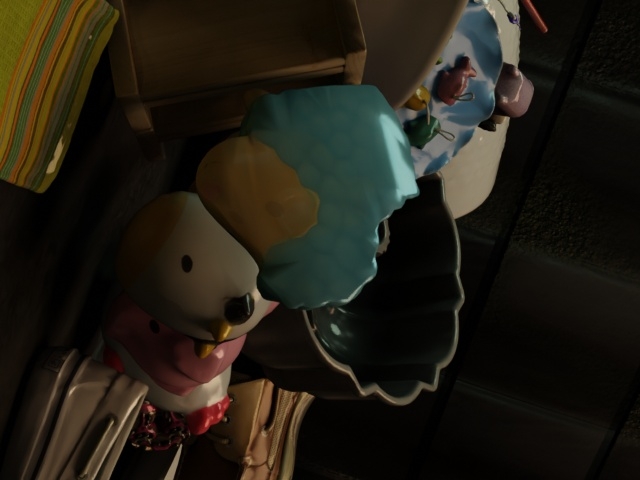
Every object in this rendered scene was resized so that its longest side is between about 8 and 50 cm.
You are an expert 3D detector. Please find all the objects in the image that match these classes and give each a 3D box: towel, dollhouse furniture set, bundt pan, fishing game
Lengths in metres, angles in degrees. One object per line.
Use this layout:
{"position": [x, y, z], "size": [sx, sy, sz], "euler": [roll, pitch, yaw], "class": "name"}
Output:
{"position": [-0.128, -0.078, 0.485], "size": [0.237, 0.021, 0.102], "euler": [50, 57, -86], "class": "towel"}
{"position": [-0.057, -0.158, 0.684], "size": [0.129, 0.129, 0.184], "euler": [96, -18, -78], "class": "dollhouse furniture set"}
{"position": [0.000, 0.000, 1.133], "size": [0.331, 0.124, 0.331], "euler": [29, 53, -49], "class": "bundt pan"}
{"position": [0.085, -0.137, 1.033], "size": [0.264, 0.189, 0.041], "euler": [-47, -143, -7], "class": "fishing game"}

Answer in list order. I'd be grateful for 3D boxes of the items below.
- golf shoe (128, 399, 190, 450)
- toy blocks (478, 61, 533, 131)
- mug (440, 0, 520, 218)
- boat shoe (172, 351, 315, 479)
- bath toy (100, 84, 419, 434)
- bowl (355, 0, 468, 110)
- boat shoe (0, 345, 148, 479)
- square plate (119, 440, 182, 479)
{"position": [-0.139, 0.096, 1.009], "size": [0.186, 0.067, 0.086], "euler": [104, -22, -49], "class": "golf shoe"}
{"position": [0.113, -0.298, 1.105], "size": [0.260, 0.288, 0.309], "euler": [175, -65, -89], "class": "toy blocks"}
{"position": [0.093, -0.258, 1.526], "size": [0.374, 0.276, 0.328], "euler": [-115, -155, -48], "class": "mug"}
{"position": [-0.084, 0.165, 1.208], "size": [0.120, 0.122, 0.324], "euler": [47, 58, -42], "class": "boat shoe"}
{"position": [-0.064, 0.033, 0.741], "size": [0.348, 0.151, 0.129], "euler": [136, -58, -61], "class": "bath toy"}
{"position": [0.021, -0.242, 0.823], "size": [0.298, 0.134, 0.298], "euler": [-166, -90, -77], "class": "bowl"}
{"position": [-0.167, 0.181, 0.751], "size": [0.083, 0.075, 0.226], "euler": [-57, 165, -77], "class": "boat shoe"}
{"position": [-0.209, 0.353, 1.269], "size": [0.347, 0.049, 0.344], "euler": [-66, 174, -63], "class": "square plate"}
